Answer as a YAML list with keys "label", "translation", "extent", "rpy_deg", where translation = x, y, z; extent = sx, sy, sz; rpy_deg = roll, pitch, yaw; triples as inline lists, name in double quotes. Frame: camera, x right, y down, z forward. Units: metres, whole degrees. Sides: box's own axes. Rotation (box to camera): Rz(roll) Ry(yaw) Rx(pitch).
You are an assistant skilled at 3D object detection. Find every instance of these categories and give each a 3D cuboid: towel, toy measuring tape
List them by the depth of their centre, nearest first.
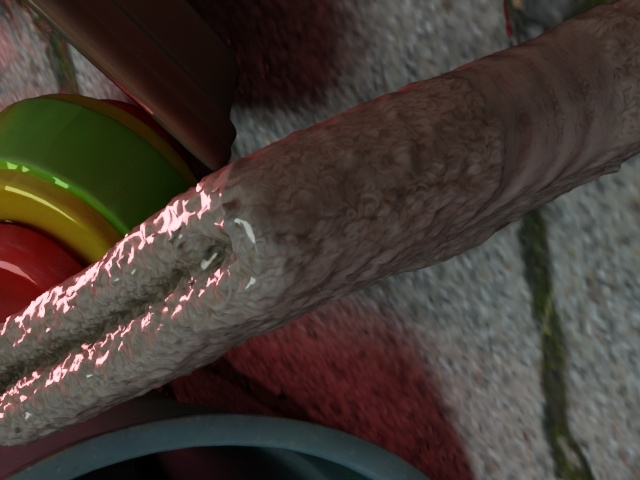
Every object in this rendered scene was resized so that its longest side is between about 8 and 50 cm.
- label: "towel"
  translation: [0.000, 0.000, 0.602]
  extent: [0.049, 0.187, 0.282]
  rpy_deg: [64, 153, 2]
- label: "toy measuring tape"
  translation: [-0.161, -0.010, 0.875]
  extent: [0.330, 0.121, 0.121]
  rpy_deg: [1, 119, 35]

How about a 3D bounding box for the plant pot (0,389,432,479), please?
- label: "plant pot"
  translation: [-0.133, 0.200, 0.888]
  extent: [0.334, 0.341, 0.341]
  rpy_deg: [23, 135, 59]

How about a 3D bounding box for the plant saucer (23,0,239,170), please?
- label: "plant saucer"
  translation: [-0.130, -0.133, 0.723]
  extent: [0.278, 0.041, 0.278]
  rpy_deg: [42, 178, 1]
